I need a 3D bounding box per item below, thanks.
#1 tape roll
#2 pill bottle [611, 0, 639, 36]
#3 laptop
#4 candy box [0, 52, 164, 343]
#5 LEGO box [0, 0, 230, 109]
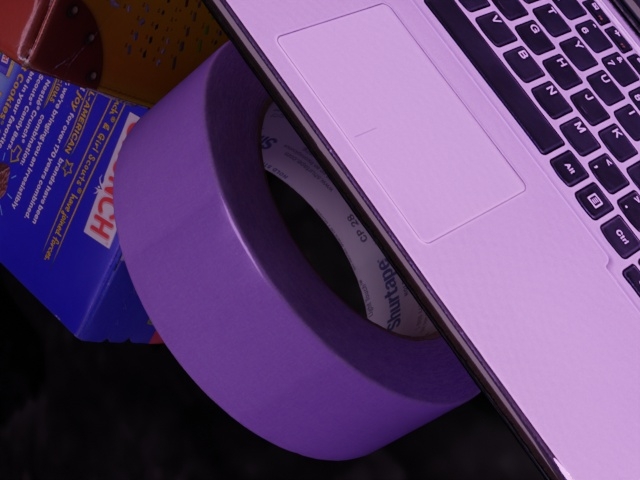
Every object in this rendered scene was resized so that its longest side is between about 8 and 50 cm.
[{"bbox_3d":[0.000,0.000,0.744,0.090,0.275,0.275,-36,68,32],"label":"tape roll"},{"bbox_3d":[0.163,-0.080,0.713,0.130,0.130,0.246,-30,71,33],"label":"pill bottle"},{"bbox_3d":[0.196,-0.144,0.535,0.382,0.408,0.236,55,139,11],"label":"laptop"},{"bbox_3d":[-0.212,-0.105,1.003,0.317,0.122,0.268,39,108,32],"label":"candy box"},{"bbox_3d":[-0.157,-0.388,0.817,0.372,0.193,0.500,32,100,33],"label":"LEGO box"}]
